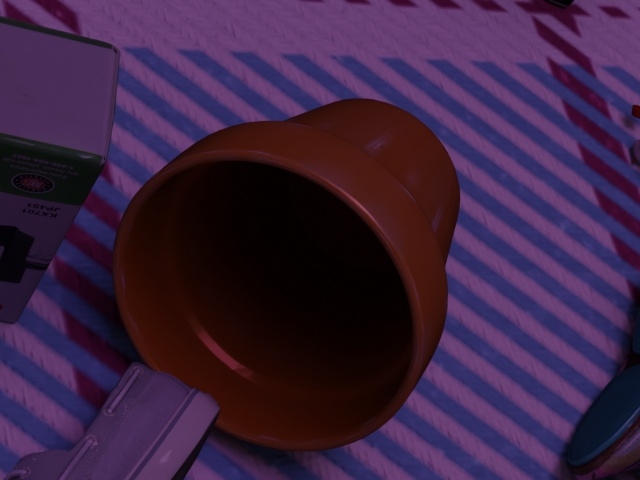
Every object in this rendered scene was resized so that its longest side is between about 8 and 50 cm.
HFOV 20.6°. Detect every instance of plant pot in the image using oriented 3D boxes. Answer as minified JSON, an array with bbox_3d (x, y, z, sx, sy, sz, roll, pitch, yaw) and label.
[{"bbox_3d":[0.000,0.000,1.131,0.205,0.205,0.188,39,36,2],"label":"plant pot"}]

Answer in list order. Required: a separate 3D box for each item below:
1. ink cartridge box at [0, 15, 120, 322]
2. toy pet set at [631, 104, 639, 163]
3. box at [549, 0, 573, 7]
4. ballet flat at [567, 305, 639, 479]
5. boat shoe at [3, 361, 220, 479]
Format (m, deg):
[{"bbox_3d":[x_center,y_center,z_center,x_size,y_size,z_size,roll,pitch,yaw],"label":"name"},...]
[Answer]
[{"bbox_3d":[-0.221,-0.043,1.031,0.153,0.208,0.087,12,58,-18],"label":"ink cartridge box"},{"bbox_3d":[0.311,-0.051,1.406,0.122,0.065,0.114,9,21,-24],"label":"toy pet set"},{"bbox_3d":[0.116,-0.337,1.356,0.322,0.257,0.079,20,51,-12],"label":"box"},{"bbox_3d":[0.246,0.102,1.257,0.079,0.077,0.221,46,48,-17],"label":"ballet flat"},{"bbox_3d":[-0.145,0.156,1.029,0.081,0.079,0.227,31,45,8],"label":"boat shoe"}]
